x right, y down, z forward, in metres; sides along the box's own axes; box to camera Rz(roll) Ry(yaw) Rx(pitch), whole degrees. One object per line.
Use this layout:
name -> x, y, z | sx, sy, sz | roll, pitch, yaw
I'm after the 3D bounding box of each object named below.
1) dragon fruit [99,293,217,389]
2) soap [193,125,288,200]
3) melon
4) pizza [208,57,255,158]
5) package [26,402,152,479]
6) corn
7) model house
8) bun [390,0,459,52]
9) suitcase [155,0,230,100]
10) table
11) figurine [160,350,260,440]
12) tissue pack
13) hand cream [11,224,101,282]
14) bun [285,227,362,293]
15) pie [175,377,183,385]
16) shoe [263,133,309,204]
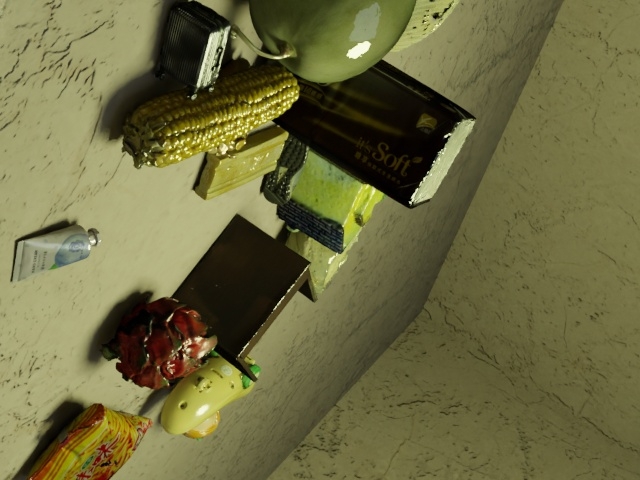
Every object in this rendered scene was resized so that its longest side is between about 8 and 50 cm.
dragon fruit -> -0.301, 0.191, 1.845 | 0.189, 0.182, 0.182 | -53, 167, -52
soap -> -0.146, -0.152, 1.864 | 0.252, 0.037, 0.092 | -31, 152, -55
melon -> 0.025, -0.390, 1.528 | 0.308, 0.271, 0.272 | -62, 164, 0
pizza -> -0.163, -0.204, 1.667 | 0.147, 0.069, 0.226 | -46, 161, -38
package -> -0.462, 0.418, 1.932 | 0.223, 0.108, 0.288 | -50, 156, -4
corn -> -0.172, -0.196, 1.512 | 0.317, 0.115, 0.115 | -26, 148, -34
model house -> 0.027, -0.086, 2.200 | 0.212, 0.193, 0.170 | -63, 165, 19
bun -> 0.167, -0.492, 1.902 | 0.273, 0.168, 0.273 | -39, 163, -14
suitcase -> -0.185, -0.281, 1.422 | 0.059, 0.086, 0.126 | -39, 156, -48
table -> -0.154, 0.135, 2.104 | 0.251, 0.196, 0.282 | -53, 164, -14
figurine -> -0.269, 0.371, 2.296 | 0.324, 0.124, 0.222 | -35, 158, -55
tissue pack -> 0.071, -0.232, 1.763 | 0.198, 0.370, 0.210 | -61, 169, 18
hand cream -> -0.395, 0.015, 1.464 | 0.142, 0.053, 0.084 | -24, 146, -44
bun -> 0.000, 0.000, 2.365 | 0.259, 0.152, 0.259 | -59, 176, -7
pie -> -0.312, 0.317, 2.304 | 0.084, 0.021, 0.084 | -50, 163, -21
shoe -> -0.064, -0.164, 2.034 | 0.077, 0.074, 0.194 | -55, 171, -49
